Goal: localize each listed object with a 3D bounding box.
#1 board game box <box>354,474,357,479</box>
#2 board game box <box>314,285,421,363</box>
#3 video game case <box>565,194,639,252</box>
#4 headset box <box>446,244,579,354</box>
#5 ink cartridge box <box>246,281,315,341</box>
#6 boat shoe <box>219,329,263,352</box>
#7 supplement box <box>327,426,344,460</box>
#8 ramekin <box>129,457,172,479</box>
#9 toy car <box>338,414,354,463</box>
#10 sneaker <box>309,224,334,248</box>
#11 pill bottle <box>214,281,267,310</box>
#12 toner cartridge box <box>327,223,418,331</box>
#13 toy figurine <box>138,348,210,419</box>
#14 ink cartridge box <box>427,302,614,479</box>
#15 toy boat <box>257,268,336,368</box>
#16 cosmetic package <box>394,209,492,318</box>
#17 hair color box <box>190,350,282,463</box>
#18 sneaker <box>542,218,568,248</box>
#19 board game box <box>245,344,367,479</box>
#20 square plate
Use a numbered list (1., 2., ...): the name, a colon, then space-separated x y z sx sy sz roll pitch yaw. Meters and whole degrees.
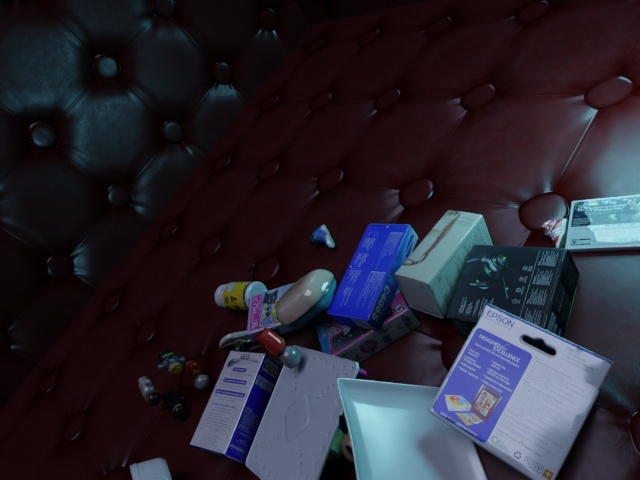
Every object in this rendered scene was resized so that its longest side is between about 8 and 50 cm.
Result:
1. board game box: 0.166 0.551 1.360 0.194 0.060 0.194 -8 51 40
2. board game box: 0.137 0.248 1.649 0.303 0.097 0.224 -36 37 11
3. video game case: 0.780 -0.045 1.406 0.190 0.022 0.173 -4 52 41
4. headset box: 0.505 0.148 1.379 0.283 0.131 0.246 2 56 43
5. ink cartridge box: -0.113 0.243 1.866 0.311 0.065 0.186 -16 41 12
6. boat shoe: -0.291 0.385 1.920 0.219 0.078 0.070 -21 41 24
7. supplement box: 0.021 0.567 1.457 0.056 0.083 0.083 -22 42 29
8. ramekin: -0.527 0.800 1.642 0.109 0.207 0.207 -15 30 -24
9. toy car: 0.111 0.494 1.257 0.149 0.188 0.155 -38 38 15
10. sneaker: 0.000 0.001 2.036 0.084 0.058 0.152 -31 34 6
11. pill bottle: -0.320 0.225 2.066 0.208 0.119 0.119 -5 51 40
12. toner cartridge box: 0.167 0.107 1.619 0.165 0.075 0.348 4 57 42
13. toy figurine: -0.541 0.532 1.901 0.213 0.209 0.148 -50 43 -8
14. ink cartridge box: 0.457 0.349 1.196 0.303 0.072 0.307 27 80 36
15. toy boat: -0.068 0.246 1.629 0.267 0.148 0.318 -38 13 50
16. cosmetic package: 0.370 0.063 1.522 0.129 0.153 0.296 14 51 47
17. hair color box: -0.279 0.549 1.730 0.185 0.110 0.339 -6 53 40
18. sneaker: 0.662 -0.014 1.464 0.067 0.042 0.118 0 47 37
19. board game box: -0.050 0.514 1.473 0.390 0.050 0.390 -7 57 60
20. square plate: 0.215 0.491 1.204 0.347 0.344 0.049 -103 30 -49
